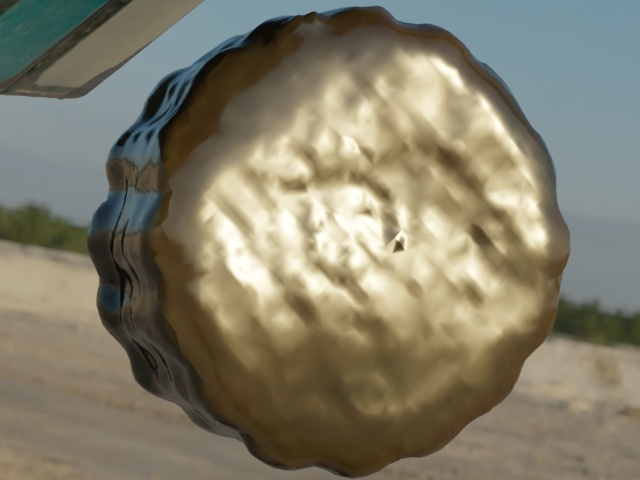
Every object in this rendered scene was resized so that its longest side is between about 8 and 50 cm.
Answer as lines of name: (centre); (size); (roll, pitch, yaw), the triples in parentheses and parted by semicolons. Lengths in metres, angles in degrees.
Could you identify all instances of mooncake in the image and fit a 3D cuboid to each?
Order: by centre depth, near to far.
mooncake: (0.000, 0.000, 0.938); (0.228, 0.228, 0.124); (11, -3, -23)

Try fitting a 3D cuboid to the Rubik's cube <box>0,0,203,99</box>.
Rubik's cube: (-0.130, -0.289, 0.790); (0.359, 0.362, 0.363); (-35, -1, 14)
